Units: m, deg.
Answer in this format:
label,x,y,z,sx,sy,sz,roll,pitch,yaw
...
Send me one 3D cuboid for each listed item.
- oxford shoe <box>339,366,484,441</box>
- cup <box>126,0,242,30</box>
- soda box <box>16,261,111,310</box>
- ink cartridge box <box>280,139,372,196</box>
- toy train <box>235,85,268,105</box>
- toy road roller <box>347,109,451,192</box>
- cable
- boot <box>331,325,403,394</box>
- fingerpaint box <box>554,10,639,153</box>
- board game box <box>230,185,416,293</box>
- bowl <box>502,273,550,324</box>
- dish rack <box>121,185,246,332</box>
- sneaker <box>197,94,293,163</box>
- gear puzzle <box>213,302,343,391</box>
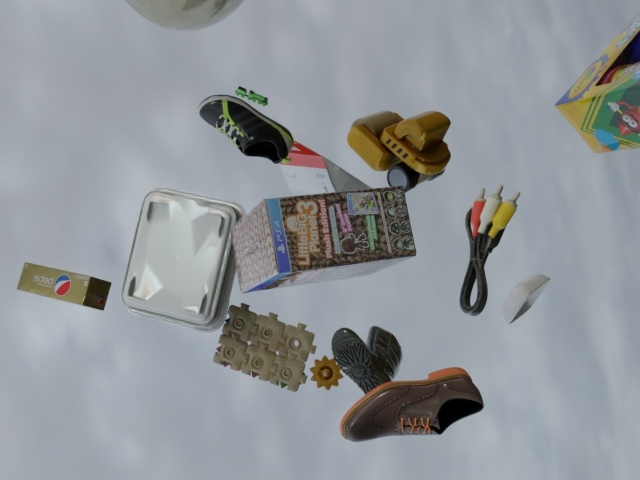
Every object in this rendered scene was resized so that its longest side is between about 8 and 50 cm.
label,x,y,z,sx,sy,sz,roll,pitch,yaw
oxford shoe,0.168,0.315,1.527,0.098,0.271,0.097,-125,17,-58
cup,-0.253,-0.606,1.724,0.330,0.237,0.331,-6,-76,-25
soda box,-0.491,0.087,1.589,0.061,0.181,0.058,28,-107,-59
ink cartridge box,-0.029,-0.166,2.242,0.385,0.308,0.091,29,-96,-26
toy train,-0.161,-0.341,1.959,0.083,0.024,0.017,20,-132,-12
toy road roller,0.269,-0.330,2.635,0.202,0.241,0.329,-25,-120,-40
cable,0.335,0.016,1.800,0.072,0.139,0.287,32,-104,-37
boot,0.102,0.220,1.696,0.190,0.076,0.208,59,-156,-12
fingerpaint box,0.757,-0.399,1.711,0.163,0.371,0.445,45,-99,-12
board game box,0.000,0.000,1.633,0.290,0.232,0.141,-7,-100,-23
bowl,0.565,0.155,2.318,0.053,0.142,0.142,42,-139,22
dish rack,-0.347,0.042,2.039,0.072,0.285,0.333,23,-100,-75
sneaker,-0.165,-0.241,1.836,0.234,0.084,0.097,23,-136,-6
gear puzzle,-0.096,0.281,2.107,0.044,0.338,0.176,3,-76,-76
